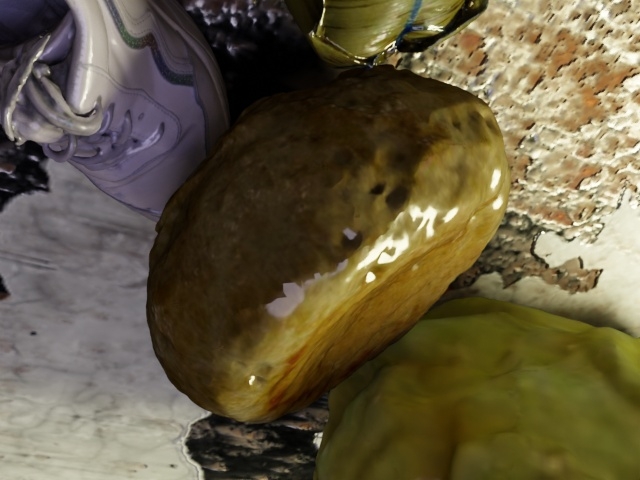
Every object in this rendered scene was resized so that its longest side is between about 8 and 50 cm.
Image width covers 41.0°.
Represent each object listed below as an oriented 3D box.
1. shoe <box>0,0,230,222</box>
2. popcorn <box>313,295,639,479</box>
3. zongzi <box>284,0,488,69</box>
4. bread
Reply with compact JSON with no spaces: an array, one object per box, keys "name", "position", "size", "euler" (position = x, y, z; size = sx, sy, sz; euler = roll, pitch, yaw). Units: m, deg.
[{"name":"shoe","position":[-0.115,-0.080,0.422],"size":[0.095,0.137,0.245],"euler":[-17,132,12]},{"name":"popcorn","position":[0.165,0.165,0.586],"size":[0.334,0.292,0.293],"euler":[19,152,-17]},{"name":"zongzi","position":[0.090,-0.222,0.344],"size":[0.289,0.123,0.260],"euler":[-21,136,5]},{"name":"bread","position":[0.000,0.000,0.486],"size":[0.230,0.123,0.230],"euler":[-39,161,-16]}]
